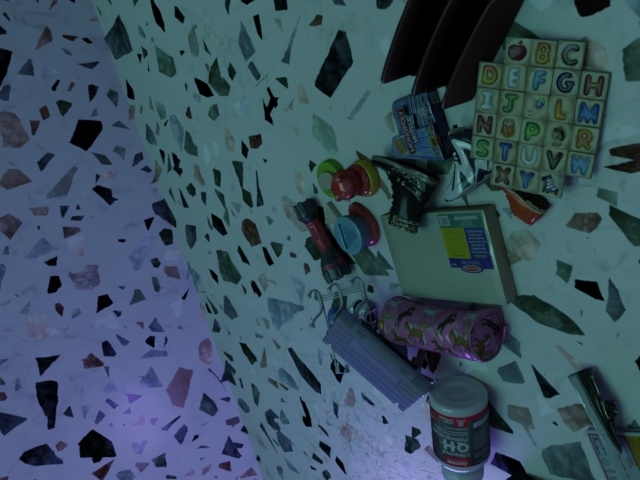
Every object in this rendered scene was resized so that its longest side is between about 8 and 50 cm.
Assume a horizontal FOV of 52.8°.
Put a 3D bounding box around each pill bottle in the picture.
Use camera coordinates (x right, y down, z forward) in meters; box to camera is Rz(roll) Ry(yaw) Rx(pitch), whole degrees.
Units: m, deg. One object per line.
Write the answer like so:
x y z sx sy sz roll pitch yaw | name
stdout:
0.429 0.590 1.976 0.176 0.176 0.318 20 126 48 | pill bottle

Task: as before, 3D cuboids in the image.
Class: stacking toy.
0.054 -0.113 2.089 0.279 0.130 0.308 23 128 46 | stacking toy

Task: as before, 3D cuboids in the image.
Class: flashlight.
0.000 0.000 2.263 0.103 0.103 0.304 -31 86 58 | flashlight

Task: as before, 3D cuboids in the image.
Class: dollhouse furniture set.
0.365 0.442 2.107 0.151 0.123 0.144 26 143 -5 | dollhouse furniture set

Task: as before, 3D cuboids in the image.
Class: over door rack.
0.086 0.304 2.201 0.239 0.108 0.324 -20 90 45 | over door rack

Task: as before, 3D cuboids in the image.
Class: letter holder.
0.287 -0.456 1.462 0.152 0.214 0.302 49 143 24 | letter holder

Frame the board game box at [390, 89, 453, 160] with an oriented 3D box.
0.255 -0.298 1.752 0.194 0.060 0.194 -9 103 55 | board game box

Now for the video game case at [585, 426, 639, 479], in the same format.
0.805 0.554 1.565 0.285 0.025 0.204 -22 92 57 | video game case

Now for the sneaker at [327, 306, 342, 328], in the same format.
0.104 0.349 2.372 0.090 0.081 0.232 -2 116 52 | sneaker

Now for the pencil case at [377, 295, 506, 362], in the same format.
0.346 0.254 1.880 0.386 0.167 0.160 2 135 53 | pencil case

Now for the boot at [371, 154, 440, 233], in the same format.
0.214 -0.136 1.836 0.236 0.085 0.178 29 108 40 | boot

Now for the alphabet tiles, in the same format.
0.475 -0.270 1.432 0.285 0.011 0.342 18 119 34 | alphabet tiles

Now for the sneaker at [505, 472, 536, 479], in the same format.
0.666 0.769 1.848 0.136 0.116 0.314 61 155 -12 | sneaker

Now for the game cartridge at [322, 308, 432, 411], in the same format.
0.175 0.379 2.039 0.355 0.068 0.230 41 147 9 | game cartridge

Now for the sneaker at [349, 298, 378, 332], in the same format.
0.162 0.323 2.268 0.095 0.090 0.235 13 123 40 | sneaker

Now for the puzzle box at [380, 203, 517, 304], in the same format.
0.354 0.040 1.840 0.409 0.052 0.272 0 110 54 | puzzle box

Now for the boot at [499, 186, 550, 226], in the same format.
0.475 -0.102 1.576 0.158 0.059 0.084 49 148 22 | boot

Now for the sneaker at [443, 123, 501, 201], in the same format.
0.362 -0.211 1.630 0.153 0.094 0.235 58 146 13 | sneaker

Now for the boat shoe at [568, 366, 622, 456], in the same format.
0.692 0.420 1.583 0.070 0.078 0.219 -28 82 14 | boat shoe
